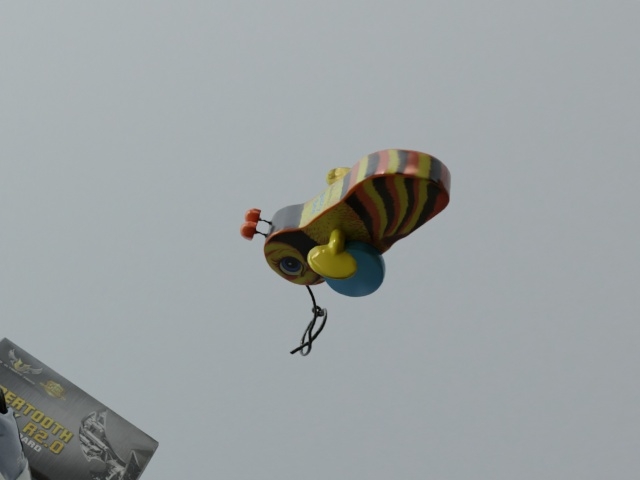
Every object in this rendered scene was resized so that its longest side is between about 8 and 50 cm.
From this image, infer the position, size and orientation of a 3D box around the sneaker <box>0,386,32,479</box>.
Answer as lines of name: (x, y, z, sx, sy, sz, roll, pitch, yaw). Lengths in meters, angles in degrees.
sneaker: (-0.286, 0.210, 0.866, 0.131, 0.350, 0.148, -10, -129, -9)

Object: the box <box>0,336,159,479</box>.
box: (-0.314, 0.227, 1.172, 0.231, 0.183, 0.056, 35, -69, -2)

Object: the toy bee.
toy bee: (0.000, 0.000, 1.154, 0.162, 0.195, 0.298, 31, -76, -15)
